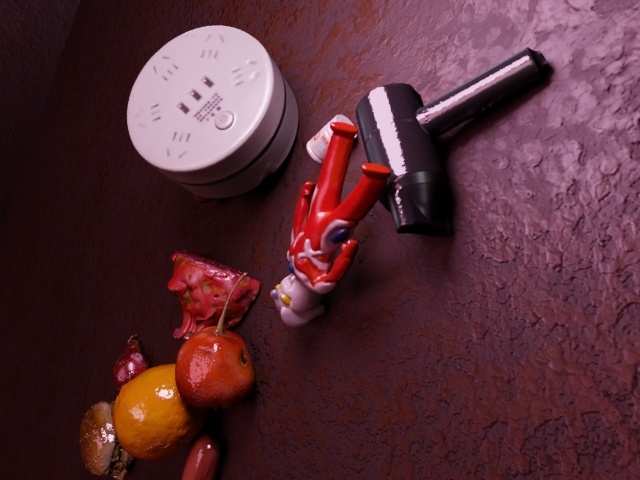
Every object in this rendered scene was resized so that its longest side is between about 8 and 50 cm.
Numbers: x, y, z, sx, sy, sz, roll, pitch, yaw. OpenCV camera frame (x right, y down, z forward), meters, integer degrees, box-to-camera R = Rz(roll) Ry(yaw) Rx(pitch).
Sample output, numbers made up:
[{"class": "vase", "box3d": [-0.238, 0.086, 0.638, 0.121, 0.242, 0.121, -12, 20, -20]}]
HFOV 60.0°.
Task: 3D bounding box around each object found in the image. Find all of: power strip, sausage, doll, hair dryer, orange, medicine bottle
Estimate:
[{"class": "power strip", "box3d": [-0.234, -0.276, 1.176, 0.357, 0.161, 0.358, -6, 71, 18]}, {"class": "sausage", "box3d": [-0.265, 0.515, 1.205, 0.077, 0.077, 0.194, 18, 95, 47]}, {"class": "doll", "box3d": [0.000, 0.000, 0.949, 0.188, 0.099, 0.384, 59, 139, 45]}, {"class": "hair dryer", "box3d": [0.207, -0.156, 0.833, 0.302, 0.116, 0.245, -28, 64, 32]}, {"class": "orange", "box3d": [-0.350, 0.375, 1.223, 0.219, 0.193, 0.219, -38, 13, 10]}, {"class": "medicine bottle", "box3d": [0.021, -0.192, 1.062, 0.089, 0.057, 0.057, -37, 57, 35]}]

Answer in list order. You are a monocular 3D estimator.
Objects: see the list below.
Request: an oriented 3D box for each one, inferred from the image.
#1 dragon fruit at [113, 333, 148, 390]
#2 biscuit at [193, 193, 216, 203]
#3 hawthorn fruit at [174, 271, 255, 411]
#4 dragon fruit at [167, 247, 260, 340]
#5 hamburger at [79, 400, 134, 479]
[{"class": "dragon fruit", "box3d": [-0.515, 0.327, 1.506, 0.094, 0.094, 0.191, -47, 40, 30]}, {"class": "biscuit", "box3d": [-0.253, -0.235, 1.335, 0.213, 0.091, 0.274, -23, 64, 29]}, {"class": "hawthorn fruit", "box3d": [-0.210, 0.204, 1.139, 0.165, 0.165, 0.286, 10, 96, 47]}, {"class": "dragon fruit", "box3d": [-0.273, 0.137, 1.251, 0.262, 0.134, 0.212, 13, 94, 48]}, {"class": "hamburger", "box3d": [-0.588, 0.534, 1.510, 0.215, 0.122, 0.190, 21, 99, 49]}]
